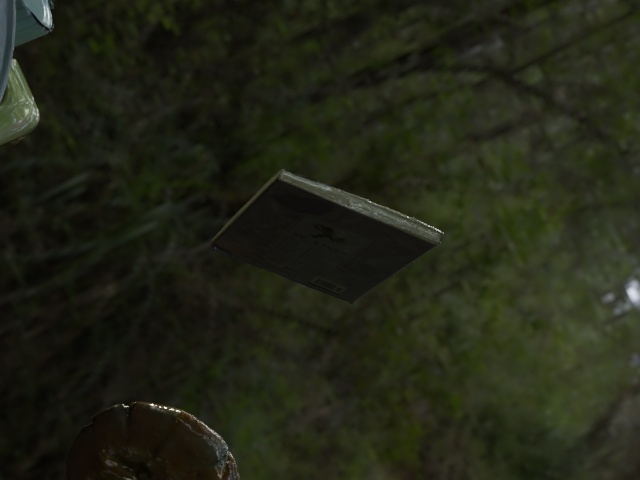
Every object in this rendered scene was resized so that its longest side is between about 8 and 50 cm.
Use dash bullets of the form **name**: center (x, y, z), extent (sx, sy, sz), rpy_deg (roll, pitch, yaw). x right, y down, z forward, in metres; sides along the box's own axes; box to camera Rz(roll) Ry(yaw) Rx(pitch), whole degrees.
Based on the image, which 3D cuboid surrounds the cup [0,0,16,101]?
- **cup**: center (-0.446, -0.205, 1.282), extent (0.401, 0.392, 0.310), rpy_deg (-76, 157, -45)

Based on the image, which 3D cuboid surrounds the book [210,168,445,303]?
- **book**: center (0.000, 0.000, 1.263), extent (0.182, 0.127, 0.014), rpy_deg (139, -30, -65)

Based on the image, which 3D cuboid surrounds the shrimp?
- **shrimp**: center (-0.156, 0.231, 1.445), extent (0.145, 0.267, 0.061), rpy_deg (28, 44, 2)

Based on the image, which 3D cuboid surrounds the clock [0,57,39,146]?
- **clock**: center (-0.473, -0.098, 1.857), extent (0.235, 0.308, 0.096), rpy_deg (-15, -81, 50)

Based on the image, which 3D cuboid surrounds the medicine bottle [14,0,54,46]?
- **medicine bottle**: center (-0.473, -0.243, 1.947), extent (0.158, 0.318, 0.158), rpy_deg (-21, 90, -84)
